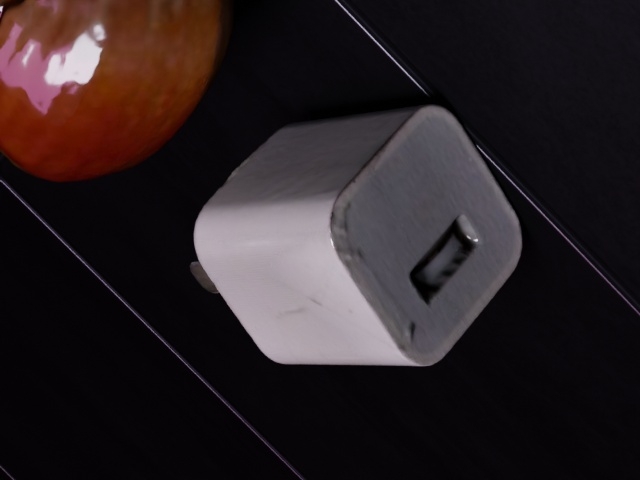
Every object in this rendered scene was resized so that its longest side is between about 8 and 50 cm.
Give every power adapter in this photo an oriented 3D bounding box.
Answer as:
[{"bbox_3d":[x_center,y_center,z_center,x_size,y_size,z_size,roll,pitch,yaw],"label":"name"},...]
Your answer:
[{"bbox_3d":[0.000,0.000,1.164,0.205,0.130,0.125,-3,128,51],"label":"power adapter"}]

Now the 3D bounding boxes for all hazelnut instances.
[{"bbox_3d":[-0.149,-0.148,1.099,0.212,0.181,0.181,49,171,7],"label":"hazelnut"}]
